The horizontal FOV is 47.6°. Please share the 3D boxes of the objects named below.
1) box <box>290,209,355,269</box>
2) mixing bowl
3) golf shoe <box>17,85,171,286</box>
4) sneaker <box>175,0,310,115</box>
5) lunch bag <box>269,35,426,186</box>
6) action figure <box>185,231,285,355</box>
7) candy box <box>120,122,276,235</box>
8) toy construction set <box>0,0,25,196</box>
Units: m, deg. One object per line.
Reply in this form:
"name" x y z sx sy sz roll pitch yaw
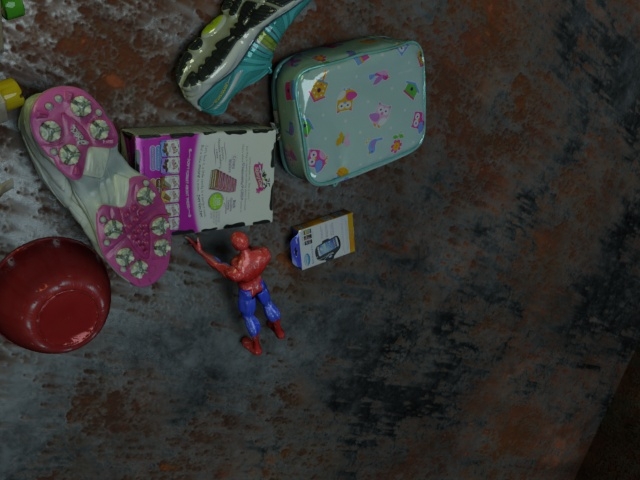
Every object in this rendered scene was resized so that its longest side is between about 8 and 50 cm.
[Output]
"box" 0.000 0.000 1.336 0.136 0.028 0.081 -18 117 -27
"mixing bowl" -0.379 0.094 1.053 0.182 0.098 0.181 -13 114 -31
"golf shoe" -0.310 -0.072 1.007 0.115 0.140 0.306 -39 122 -31
"sneaker" -0.107 -0.308 1.109 0.275 0.107 0.110 -47 148 -5
"lunch bag" 0.048 -0.217 1.232 0.279 0.108 0.223 -22 122 -27
"action figure" -0.138 0.065 1.233 0.091 0.139 0.280 -35 147 -24
"candy box" -0.188 -0.097 1.132 0.234 0.071 0.159 -8 112 -32
"toy construction set" -0.426 -0.174 0.859 0.237 0.257 0.308 -37 147 -34
